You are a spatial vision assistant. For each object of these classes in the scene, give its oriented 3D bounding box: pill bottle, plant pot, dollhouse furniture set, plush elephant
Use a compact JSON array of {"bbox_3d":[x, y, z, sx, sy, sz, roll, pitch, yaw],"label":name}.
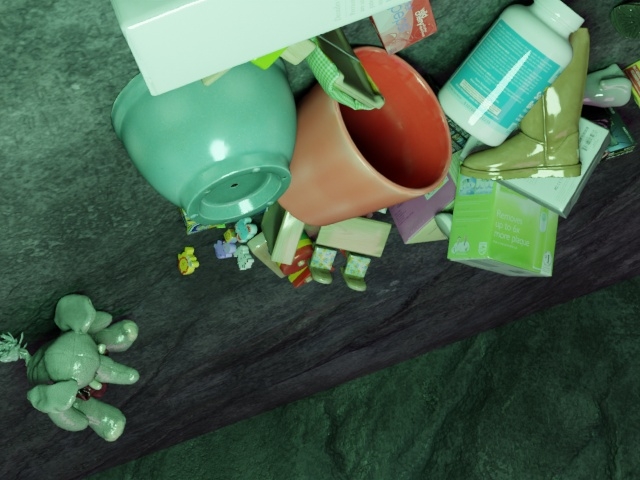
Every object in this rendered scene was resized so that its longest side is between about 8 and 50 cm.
[{"bbox_3d":[0.333,-0.303,1.780,0.264,0.146,0.146,-51,150,20],"label":"pill bottle"},{"bbox_3d":[-0.158,-0.148,1.623,0.293,0.196,0.293,-20,160,-8],"label":"plant pot"},{"bbox_3d":[0.021,-0.016,2.011,0.242,0.161,0.212,12,111,-16],"label":"dollhouse furniture set"},{"bbox_3d":[0.049,-0.156,1.761,0.275,0.274,0.243,-3,160,-43],"label":"plant pot"},{"bbox_3d":[-0.067,-0.263,1.433,0.151,0.197,0.301,-33,157,20],"label":"dollhouse furniture set"},{"bbox_3d":[-0.500,0.263,2.162,0.330,0.271,0.255,21,163,-30],"label":"plush elephant"}]

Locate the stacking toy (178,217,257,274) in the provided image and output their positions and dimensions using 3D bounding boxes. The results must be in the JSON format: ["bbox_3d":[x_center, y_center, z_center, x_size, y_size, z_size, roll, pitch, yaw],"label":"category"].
[{"bbox_3d":[-0.178,-0.001,2.161,0.167,0.052,0.221,-3,151,-43],"label":"stacking toy"}]

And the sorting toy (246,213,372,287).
[{"bbox_3d":[0.000,0.000,2.224,0.255,0.089,0.257,-35,161,2],"label":"sorting toy"}]

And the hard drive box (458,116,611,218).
[{"bbox_3d":[0.416,-0.179,2.004,0.181,0.232,0.089,-60,161,3],"label":"hard drive box"}]

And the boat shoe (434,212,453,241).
[{"bbox_3d":[0.296,-0.031,2.243,0.063,0.066,0.184,-39,155,2],"label":"boat shoe"}]

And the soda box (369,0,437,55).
[{"bbox_3d":[0.098,-0.375,1.496,0.092,0.083,0.263,-26,159,7],"label":"soda box"}]

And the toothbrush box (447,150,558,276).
[{"bbox_3d":[0.394,-0.079,2.168,0.206,0.283,0.122,16,168,-38],"label":"toothbrush box"}]

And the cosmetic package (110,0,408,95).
[{"bbox_3d":[-0.030,-0.367,1.177,0.453,0.230,0.161,-21,160,-5],"label":"cosmetic package"}]

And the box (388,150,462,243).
[{"bbox_3d":[0.315,-0.103,2.335,0.243,0.117,0.213,-5,153,-37],"label":"box"}]

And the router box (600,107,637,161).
[{"bbox_3d":[0.642,-0.243,2.326,0.092,0.122,0.038,-17,154,-15],"label":"router box"}]

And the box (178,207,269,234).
[{"bbox_3d":[-0.184,-0.068,1.978,0.169,0.059,0.054,-17,161,-14],"label":"box"}]

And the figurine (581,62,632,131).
[{"bbox_3d":[0.528,-0.276,2.190,0.210,0.092,0.215,-15,157,-11],"label":"figurine"}]

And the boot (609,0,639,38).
[{"bbox_3d":[0.667,-0.457,1.910,0.208,0.076,0.190,-39,-159,-22],"label":"boot"}]

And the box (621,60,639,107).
[{"bbox_3d":[0.764,-0.376,2.187,0.232,0.087,0.058,-27,157,13],"label":"box"}]

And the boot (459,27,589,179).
[{"bbox_3d":[0.372,-0.251,1.897,0.236,0.269,0.089,-2,-167,6],"label":"boot"}]

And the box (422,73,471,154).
[{"bbox_3d":[0.175,-0.207,2.017,0.216,0.060,0.270,-30,158,18],"label":"box"}]
